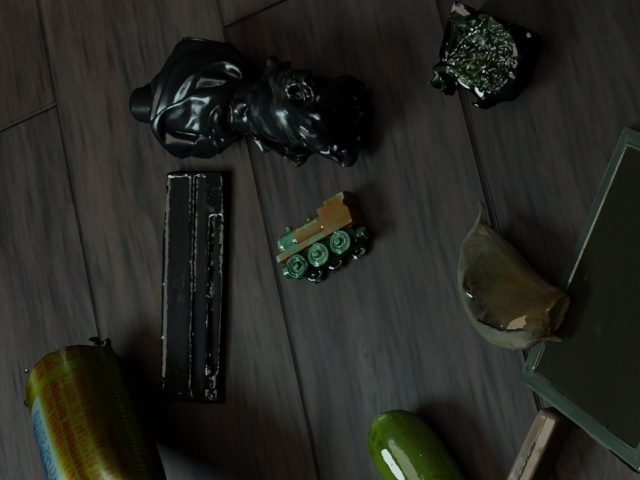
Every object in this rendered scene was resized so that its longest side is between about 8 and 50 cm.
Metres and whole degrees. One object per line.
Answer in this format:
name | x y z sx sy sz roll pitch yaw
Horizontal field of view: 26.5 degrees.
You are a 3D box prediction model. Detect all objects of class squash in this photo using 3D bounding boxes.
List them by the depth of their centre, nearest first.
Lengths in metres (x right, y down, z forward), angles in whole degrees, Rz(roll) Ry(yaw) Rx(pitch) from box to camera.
squash | 0.110 0.242 1.263 0.066 0.066 0.201 -43 66 23

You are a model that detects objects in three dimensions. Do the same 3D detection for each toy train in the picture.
toy train | 0.000 0.000 1.363 0.103 0.044 0.064 -30 69 25

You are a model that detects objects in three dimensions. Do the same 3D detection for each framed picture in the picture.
framed picture | 0.267 0.044 1.154 0.197 0.014 0.252 39 111 62

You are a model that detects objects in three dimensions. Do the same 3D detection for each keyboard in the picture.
keyboard | -0.138 0.049 1.462 0.087 0.017 0.250 -1 87 31

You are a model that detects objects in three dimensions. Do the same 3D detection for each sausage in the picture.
sausage | -0.212 0.232 1.371 0.125 0.117 0.317 -41 38 5

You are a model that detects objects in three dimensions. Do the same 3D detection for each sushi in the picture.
sushi | 0.154 -0.167 1.271 0.083 0.056 0.084 24 99 24

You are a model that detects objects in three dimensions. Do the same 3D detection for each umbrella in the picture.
umbrella | -0.081 -0.138 1.389 0.272 0.110 0.122 8 126 34

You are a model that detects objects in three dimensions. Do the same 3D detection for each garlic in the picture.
garlic | 0.166 0.046 1.245 0.084 0.066 0.152 -40 52 0

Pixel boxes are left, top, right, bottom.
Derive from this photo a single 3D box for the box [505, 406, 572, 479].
box | 0.191 0.204 1.225 0.025 0.048 0.115 27 102 26
